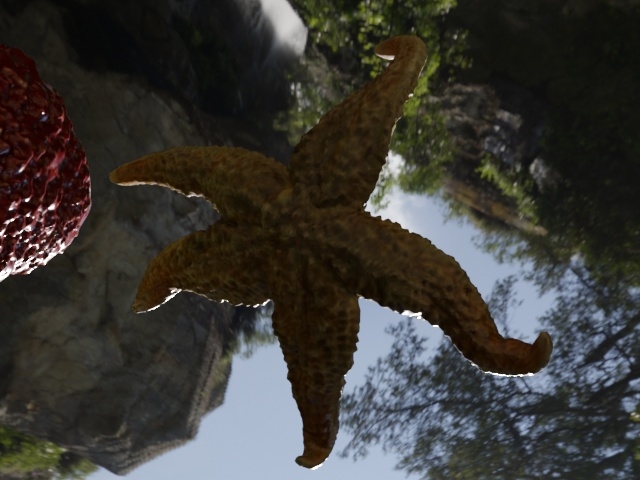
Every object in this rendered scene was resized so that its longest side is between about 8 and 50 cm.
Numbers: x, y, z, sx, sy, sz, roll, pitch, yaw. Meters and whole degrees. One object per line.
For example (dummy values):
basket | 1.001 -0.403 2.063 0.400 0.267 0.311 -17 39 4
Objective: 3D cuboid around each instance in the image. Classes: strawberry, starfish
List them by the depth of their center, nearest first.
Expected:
starfish | -0.003 -0.002 0.648 0.375 0.094 0.327 34 -77 17
strawberry | -0.354 -0.083 0.869 0.257 0.261 0.261 11 -109 -16
